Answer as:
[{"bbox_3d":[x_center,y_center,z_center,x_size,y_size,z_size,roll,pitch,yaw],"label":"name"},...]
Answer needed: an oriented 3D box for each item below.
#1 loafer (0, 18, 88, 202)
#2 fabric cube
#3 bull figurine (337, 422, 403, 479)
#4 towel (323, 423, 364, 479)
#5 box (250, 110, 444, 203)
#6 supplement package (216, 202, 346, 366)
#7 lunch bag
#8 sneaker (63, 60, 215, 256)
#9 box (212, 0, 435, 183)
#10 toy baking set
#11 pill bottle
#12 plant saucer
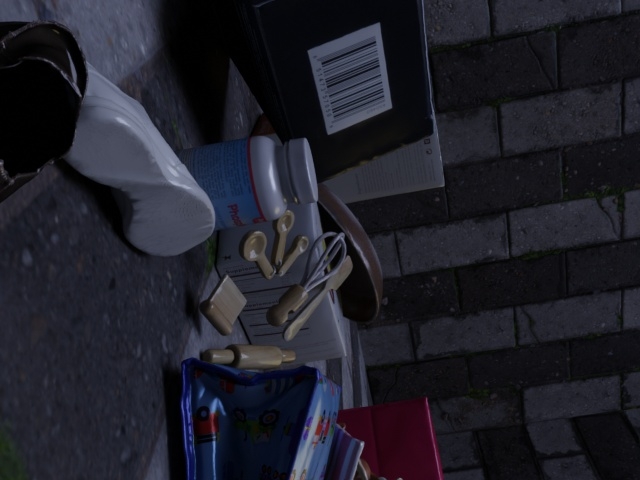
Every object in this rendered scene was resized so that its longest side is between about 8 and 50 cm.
[{"bbox_3d":[-0.162,-0.068,0.373,0.220,0.078,0.080,-91,169,-57],"label":"loafer"},{"bbox_3d":[0.145,0.527,1.519,0.254,0.259,0.258,70,11,-55],"label":"fabric cube"},{"bbox_3d":[0.061,0.491,1.278,0.188,0.101,0.310,10,-73,54],"label":"bull figurine"},{"bbox_3d":[-0.010,0.285,0.853,0.197,0.029,0.144,13,-93,65],"label":"towel"},{"bbox_3d":[0.055,-0.187,1.377,0.215,0.346,0.168,-87,165,-67],"label":"box"},{"bbox_3d":[-0.050,0.057,0.994,0.244,0.134,0.139,74,8,-46],"label":"supplement package"},{"bbox_3d":[-0.065,0.279,0.686,0.221,0.138,0.293,66,27,-73],"label":"lunch bag"},{"bbox_3d":[-0.150,-0.067,0.571,0.212,0.080,0.094,71,-3,-59],"label":"sneaker"},{"bbox_3d":[-0.023,-0.330,0.995,0.293,0.212,0.395,73,-10,-48],"label":"box"},{"bbox_3d":[-0.039,0.069,0.824,0.256,0.030,0.196,22,94,-56],"label":"toy baking set"},{"bbox_3d":[-0.087,-0.057,0.690,0.087,0.160,0.087,-10,90,-84],"label":"pill bottle"},{"bbox_3d":[0.000,0.000,1.121,0.310,0.050,0.310,44,-22,23],"label":"plant saucer"}]
